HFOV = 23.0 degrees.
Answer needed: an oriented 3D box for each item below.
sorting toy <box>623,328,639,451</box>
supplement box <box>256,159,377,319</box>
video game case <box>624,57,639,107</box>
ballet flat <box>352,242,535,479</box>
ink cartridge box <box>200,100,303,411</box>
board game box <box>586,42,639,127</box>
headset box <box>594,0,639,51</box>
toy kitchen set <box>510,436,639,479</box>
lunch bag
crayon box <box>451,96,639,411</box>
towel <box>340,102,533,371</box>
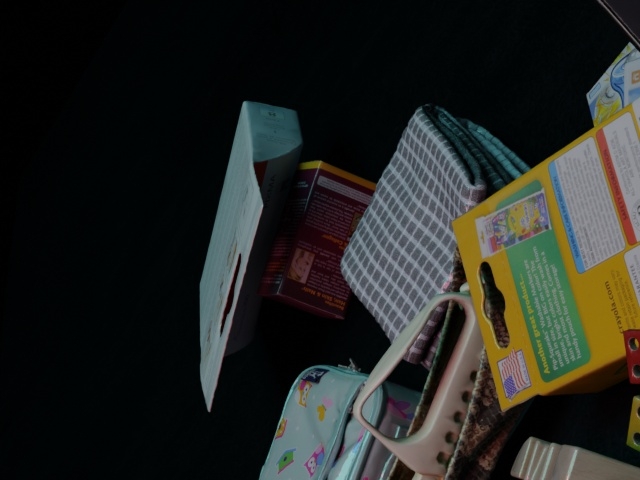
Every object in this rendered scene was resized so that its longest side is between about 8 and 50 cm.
[{"bbox_3d":[0.350,0.123,1.242,0.274,0.046,0.132,-10,90,54],"label":"sorting toy"},{"bbox_3d":[0.000,0.000,2.088,0.081,0.104,0.188,-1,69,66],"label":"supplement box"},{"bbox_3d":[0.347,-0.083,1.433,0.193,0.023,0.212,-16,68,58],"label":"video game case"},{"bbox_3d":[0.104,0.216,1.576,0.164,0.182,0.482,16,85,69],"label":"ballet flat"},{"bbox_3d":[-0.090,0.017,2.142,0.385,0.091,0.308,-104,27,-65],"label":"ink cartridge box"},{"bbox_3d":[0.342,-0.164,1.552,0.201,0.035,0.136,-55,26,37],"label":"board game box"},{"bbox_3d":[0.339,-0.265,1.321,0.246,0.131,0.283,-41,4,14],"label":"headset box"},{"bbox_3d":[0.231,0.272,1.383,0.207,0.122,0.166,136,152,-83],"label":"toy kitchen set"},{"bbox_3d":[0.018,0.276,1.806,0.224,0.108,0.279,3,73,66],"label":"lunch bag"},{"bbox_3d":[0.268,0.009,1.415,0.323,0.083,0.203,-35,62,47],"label":"crayon box"},{"bbox_3d":[0.135,-0.005,1.776,0.235,0.121,0.283,-63,24,15],"label":"towel"}]
